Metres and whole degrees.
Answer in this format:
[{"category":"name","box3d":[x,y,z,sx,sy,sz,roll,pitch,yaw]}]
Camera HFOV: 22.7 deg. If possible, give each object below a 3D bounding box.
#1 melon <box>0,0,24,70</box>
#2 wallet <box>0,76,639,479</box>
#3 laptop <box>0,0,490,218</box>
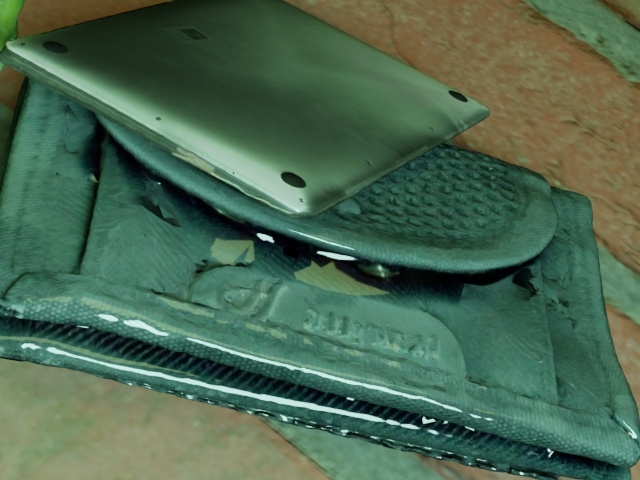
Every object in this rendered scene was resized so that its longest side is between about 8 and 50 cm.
[{"category":"melon","box3d":[-0.324,-0.126,0.782,0.323,0.124,0.196,16,41,-1]},{"category":"wallet","box3d":[0.000,0.000,0.842,0.342,0.075,0.237,14,37,-11]},{"category":"laptop","box3d":[-0.028,-0.087,0.884,0.187,0.015,0.269,29,26,16]}]
